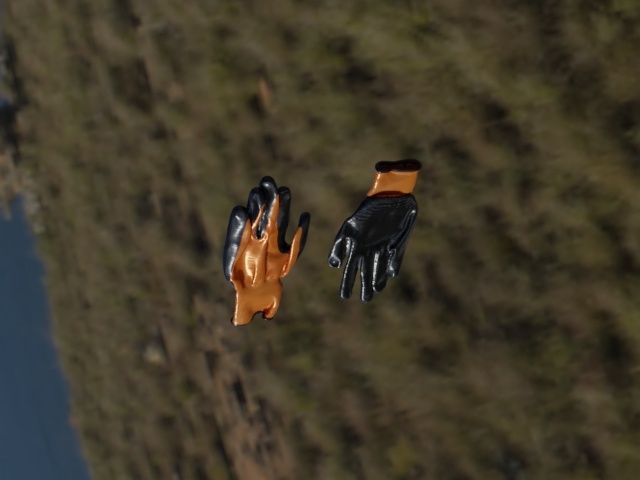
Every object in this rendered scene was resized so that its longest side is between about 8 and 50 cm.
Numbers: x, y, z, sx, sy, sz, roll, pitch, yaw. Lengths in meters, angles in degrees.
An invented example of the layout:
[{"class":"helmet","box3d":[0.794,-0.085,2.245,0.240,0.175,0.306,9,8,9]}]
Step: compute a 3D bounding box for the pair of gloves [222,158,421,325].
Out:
[{"class":"pair of gloves","box3d":[0.000,0.000,0.631,0.010,0.083,0.074,-120,29,-42]}]
